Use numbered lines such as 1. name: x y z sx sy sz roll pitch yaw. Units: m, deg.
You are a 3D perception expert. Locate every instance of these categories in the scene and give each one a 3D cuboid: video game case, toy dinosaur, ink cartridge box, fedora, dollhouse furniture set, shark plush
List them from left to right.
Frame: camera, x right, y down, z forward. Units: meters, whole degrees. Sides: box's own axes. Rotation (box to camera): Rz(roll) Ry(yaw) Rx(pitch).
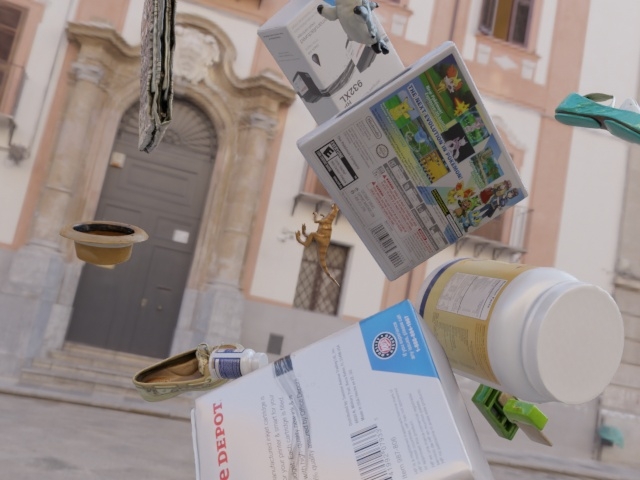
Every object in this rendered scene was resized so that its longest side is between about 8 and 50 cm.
1. fedora: -0.496 0.009 1.530 0.194 0.079 0.194 7 13 -2
2. toy dinosaur: 0.000 0.000 1.620 0.112 0.211 0.064 8 0 18
3. ink cartridge box: 0.022 0.311 0.998 0.395 0.285 0.166 -26 -44 12
4. ink cartridge box: 0.039 -0.424 1.540 0.129 0.223 0.307 15 -33 54
5. shark plush: 0.070 -0.318 0.951 0.073 0.067 0.161 11 -16 46
6. video game case: 0.168 -0.123 1.154 0.329 0.300 0.036 54 7 -28
7. dollhouse furniture set: 0.548 0.339 1.642 0.151 0.301 0.197 49 -24 -22

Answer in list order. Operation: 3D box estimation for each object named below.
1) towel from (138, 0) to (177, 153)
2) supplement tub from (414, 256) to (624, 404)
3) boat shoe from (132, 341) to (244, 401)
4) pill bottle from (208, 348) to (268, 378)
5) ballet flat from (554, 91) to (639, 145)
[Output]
1. towel: -0.317 -0.339 1.257 0.056 0.312 0.324 4 -4 -20
2. supplement tub: 0.338 0.153 1.177 0.228 0.228 0.316 16 -3 -27
3. boat shoe: -0.325 0.326 1.677 0.285 0.104 0.089 -21 -32 -8
4. pill bottle: -0.179 0.272 1.470 0.120 0.067 0.067 -3 -14 20
5. ballet flat: 0.620 -0.270 1.420 0.247 0.087 0.083 31 1 43
